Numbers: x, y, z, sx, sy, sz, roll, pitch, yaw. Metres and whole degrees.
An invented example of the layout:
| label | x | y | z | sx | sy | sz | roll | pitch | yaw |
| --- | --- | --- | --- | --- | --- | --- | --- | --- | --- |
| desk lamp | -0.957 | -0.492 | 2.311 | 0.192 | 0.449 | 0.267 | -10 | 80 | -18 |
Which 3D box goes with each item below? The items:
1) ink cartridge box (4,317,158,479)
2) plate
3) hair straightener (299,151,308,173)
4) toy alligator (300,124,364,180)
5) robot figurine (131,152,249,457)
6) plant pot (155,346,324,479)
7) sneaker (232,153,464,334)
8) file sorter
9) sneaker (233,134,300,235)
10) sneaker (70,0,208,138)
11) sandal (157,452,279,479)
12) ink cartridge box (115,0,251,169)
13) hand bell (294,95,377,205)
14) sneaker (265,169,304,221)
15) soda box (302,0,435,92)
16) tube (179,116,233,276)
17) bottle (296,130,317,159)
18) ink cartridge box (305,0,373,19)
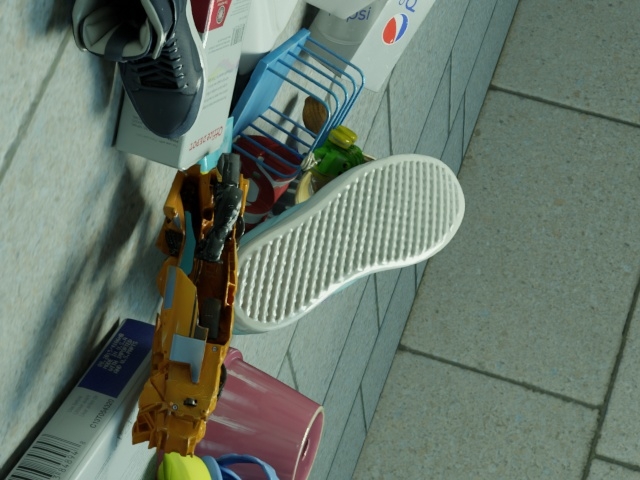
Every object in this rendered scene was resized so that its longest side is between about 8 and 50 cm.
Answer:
| label | x | y | z | sx | sy | sz | roll | pitch | yaw |
| --- | --- | --- | --- | --- | --- | --- | --- | --- | --- |
| ink cartridge box | -0.250 | 0.299 | 1.603 | 0.324 | 0.071 | 0.330 | -60 | 165 | -56 |
| plate | -0.038 | -0.360 | 1.750 | 0.278 | 0.045 | 0.277 | 85 | 23 | -64 |
| hair straightener | -0.036 | -0.018 | 2.147 | 0.047 | 0.089 | 0.230 | -119 | -147 | -54 |
| toy alligator | 0.019 | -0.093 | 1.821 | 0.056 | 0.051 | 0.189 | -59 | 176 | 16 |
| robot figurine | -0.126 | 0.055 | 1.541 | 0.211 | 0.085 | 0.291 | 115 | -18 | -65 |
| plant pot | -0.099 | 0.245 | 1.984 | 0.201 | 0.180 | 0.201 | 17 | 90 | -78 |
| sneaker | 0.000 | 0.000 | 1.799 | 0.366 | 0.150 | 0.135 | -24 | 97 | -33 |
| file sorter | -0.029 | -0.161 | 1.857 | 0.118 | 0.104 | 0.170 | -60 | 175 | 26 |
| sneaker | -0.099 | -0.041 | 1.901 | 0.128 | 0.087 | 0.221 | -58 | 178 | 26 |
| sneaker | -0.152 | -0.159 | 1.325 | 0.163 | 0.086 | 0.226 | -77 | 167 | -55 |
| sandal | -0.137 | 0.325 | 1.835 | 0.317 | 0.138 | 0.126 | 133 | -49 | -64 |
| ink cartridge box | -0.130 | -0.170 | 1.496 | 0.127 | 0.072 | 0.175 | -44 | 149 | -69 |
| hand bell | 0.007 | -0.122 | 2.038 | 0.242 | 0.126 | 0.126 | -109 | -156 | -54 |
| sneaker | -0.083 | 0.001 | 2.029 | 0.132 | 0.086 | 0.228 | -42 | -142 | 52 |
| soda box | 0.096 | -0.343 | 2.044 | 0.098 | 0.091 | 0.286 | 13 | 112 | -55 |
| tube | -0.133 | -0.035 | 1.764 | 0.080 | 0.052 | 0.207 | -38 | 140 | -66 |
| bottle | -0.007 | -0.040 | 2.247 | 0.118 | 0.092 | 0.282 | -69 | 169 | -46 |
| ink cartridge box | 0.053 | -0.389 | 1.906 | 0.148 | 0.086 | 0.203 | -17 | -129 | 66 |
